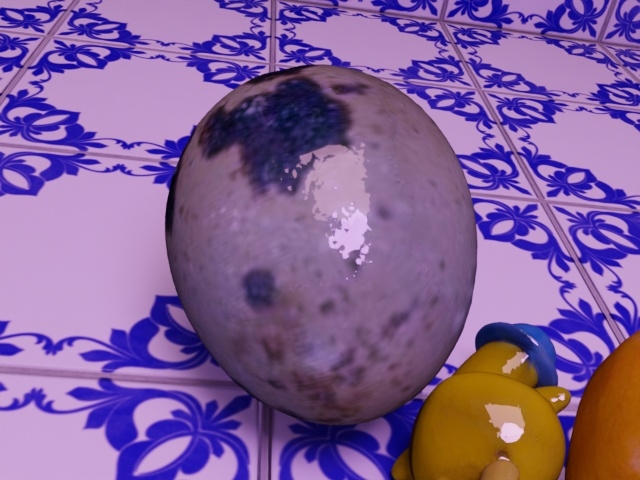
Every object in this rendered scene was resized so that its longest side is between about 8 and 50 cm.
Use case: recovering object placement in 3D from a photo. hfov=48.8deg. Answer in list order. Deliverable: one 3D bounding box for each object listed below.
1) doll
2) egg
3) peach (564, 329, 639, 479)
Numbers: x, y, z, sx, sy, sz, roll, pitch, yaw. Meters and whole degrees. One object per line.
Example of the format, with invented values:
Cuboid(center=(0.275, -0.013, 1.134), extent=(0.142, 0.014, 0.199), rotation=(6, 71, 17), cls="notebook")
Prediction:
Cuboid(center=(0.167, 0.187, 0.740), extent=(0.199, 0.145, 0.363), rotation=(-25, 6, 24), cls="doll")
Cuboid(center=(0.000, 0.000, 0.790), extent=(0.345, 0.345, 0.427), rotation=(3, 51, -10), cls="egg")
Cuboid(center=(0.369, 0.200, 0.620), extent=(0.289, 0.307, 0.289), rotation=(14, 37, -11), cls="peach")
